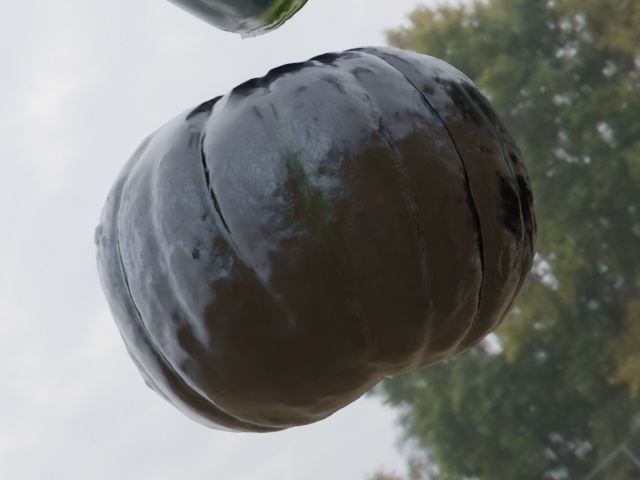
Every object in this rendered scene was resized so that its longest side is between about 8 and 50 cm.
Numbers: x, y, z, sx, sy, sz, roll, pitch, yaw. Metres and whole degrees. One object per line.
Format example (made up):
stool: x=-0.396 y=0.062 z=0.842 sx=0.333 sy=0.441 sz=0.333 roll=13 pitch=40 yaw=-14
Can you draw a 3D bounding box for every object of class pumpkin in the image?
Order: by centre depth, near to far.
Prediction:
pumpkin: x=0.000 y=0.000 z=1.053 sx=0.363 sy=0.266 sz=0.363 roll=-24 pitch=-7 yaw=-3

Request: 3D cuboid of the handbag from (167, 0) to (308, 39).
handbag: x=-0.103 y=-0.357 z=1.264 sx=0.263 sy=0.241 sz=0.222 roll=-61 pitch=21 yaw=-8
